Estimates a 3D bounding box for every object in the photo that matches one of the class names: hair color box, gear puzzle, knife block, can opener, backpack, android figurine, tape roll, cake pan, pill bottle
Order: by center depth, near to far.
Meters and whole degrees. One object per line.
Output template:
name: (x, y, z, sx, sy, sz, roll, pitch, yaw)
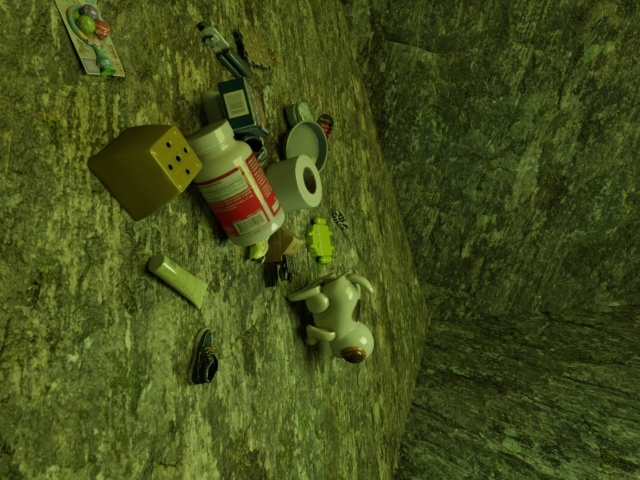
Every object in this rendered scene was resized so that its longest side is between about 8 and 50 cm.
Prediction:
pill bottle: (-0.308, -0.201, 1.483, 0.407, 0.229, 0.229, 64, 30, -28)
hair color box: (-0.289, -0.500, 1.625, 0.347, 0.105, 0.173, -89, 166, -81)
can opener: (-0.383, -0.777, 1.723, 0.280, 0.074, 0.093, 41, 45, -52)
knife block: (-0.198, 0.058, 1.792, 0.276, 0.242, 0.088, 40, 8, 29)
tape roll: (-0.121, -0.258, 1.944, 0.246, 0.169, 0.246, 34, 51, -56)
gear puzzle: (-0.295, -0.897, 1.990, 0.339, 0.044, 0.175, -34, 109, -65)
cake pan: (-0.079, -0.456, 2.114, 0.293, 0.054, 0.293, -15, 112, -44)
backpack: (-0.105, -0.623, 2.175, 0.152, 0.115, 0.182, -51, 124, -55)
android figurine: (0.000, 0.000, 2.218, 0.273, 0.056, 0.248, 6, 75, -64)

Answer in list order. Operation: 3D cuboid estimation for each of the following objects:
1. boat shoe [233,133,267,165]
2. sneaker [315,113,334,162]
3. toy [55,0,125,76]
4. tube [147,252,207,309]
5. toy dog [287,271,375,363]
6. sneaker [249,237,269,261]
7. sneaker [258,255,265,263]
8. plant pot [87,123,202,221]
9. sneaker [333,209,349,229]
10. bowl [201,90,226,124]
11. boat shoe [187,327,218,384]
boat shoe: (-0.271, -0.358, 1.693, 0.340, 0.158, 0.127, -32, 109, -62)
sneaker: (-0.007, -0.527, 2.297, 0.116, 0.136, 0.313, 16, 85, -20)
toy: (-0.633, -0.588, 1.175, 0.137, 0.056, 0.237, -39, 115, -62)
tube: (-0.435, 0.126, 1.309, 0.070, 0.062, 0.240, -45, 140, -7)
toy dog: (0.104, 0.361, 1.933, 0.407, 0.396, 0.284, 68, 18, -4)
sneaker: (-0.260, -0.008, 1.691, 0.094, 0.082, 0.208, 44, 37, -34)
sneaker: (-0.249, 0.057, 1.733, 0.037, 0.032, 0.083, 34, 44, -37)
plant pot: (-0.474, -0.211, 1.203, 0.212, 0.187, 0.212, 61, 32, -33)
sneaker: (0.118, -0.132, 2.512, 0.170, 0.068, 0.071, 59, 16, -51)
bowl: (-0.391, -0.516, 1.636, 0.142, 0.053, 0.141, -28, 105, -62)
boat shoe: (-0.357, 0.365, 1.333, 0.065, 0.083, 0.183, 46, 41, -48)
